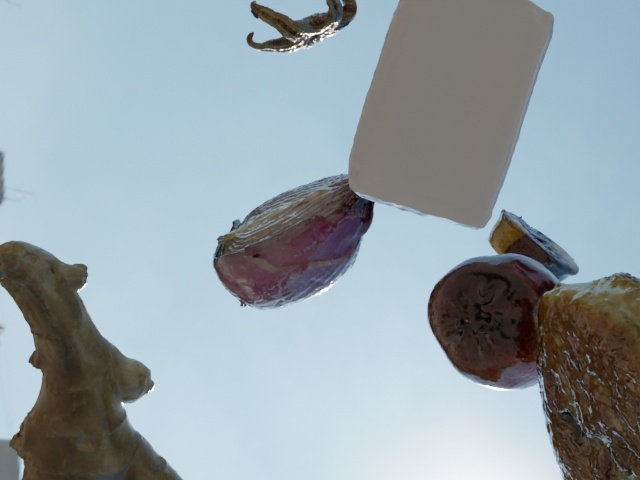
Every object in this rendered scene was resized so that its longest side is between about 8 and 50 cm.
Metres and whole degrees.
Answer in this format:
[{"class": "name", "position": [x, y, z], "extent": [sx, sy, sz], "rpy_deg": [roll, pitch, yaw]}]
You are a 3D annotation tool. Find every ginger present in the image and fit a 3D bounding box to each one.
[{"class": "ginger", "position": [-0.216, 0.154, 0.803], "extent": [0.081, 0.148, 0.333], "rpy_deg": [-143, -143, -79]}]

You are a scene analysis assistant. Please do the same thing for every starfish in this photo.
[{"class": "starfish", "position": [-0.039, -0.332, 1.335], "extent": [0.190, 0.146, 0.074], "rpy_deg": [-23, -95, 24]}]

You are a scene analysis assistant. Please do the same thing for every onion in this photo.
[{"class": "onion", "position": [0.000, 0.000, 1.435], "extent": [0.349, 0.159, 0.267], "rpy_deg": [-22, -161, 29]}]

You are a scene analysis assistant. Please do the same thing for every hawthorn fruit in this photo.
[{"class": "hawthorn fruit", "position": [0.221, 0.094, 1.046], "extent": [0.169, 0.188, 0.169], "rpy_deg": [-4, -98, 31]}]

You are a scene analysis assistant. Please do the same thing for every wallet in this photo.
[{"class": "wallet", "position": [0.099, -0.108, 0.687], "extent": [0.124, 0.032, 0.182], "rpy_deg": [17, -88, 8]}]

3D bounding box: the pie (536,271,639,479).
[{"class": "pie", "position": [0.290, 0.184, 0.802], "extent": [0.315, 0.092, 0.315], "rpy_deg": [160, -90, -79]}]

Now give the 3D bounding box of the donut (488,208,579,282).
[{"class": "donut", "position": [0.373, 0.020, 1.568], "extent": [0.073, 0.184, 0.166], "rpy_deg": [-49, -115, 16]}]
